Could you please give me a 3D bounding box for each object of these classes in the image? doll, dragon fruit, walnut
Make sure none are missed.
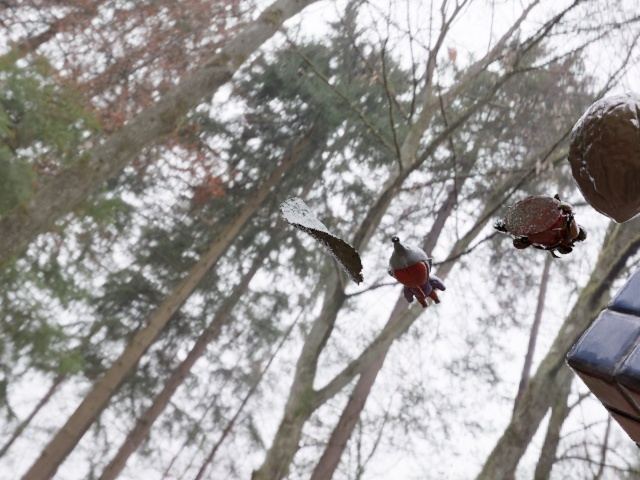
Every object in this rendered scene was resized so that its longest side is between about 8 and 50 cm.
[{"bbox_3d":[0.203,0.068,1.457,0.102,0.075,0.227,-23,-53,18],"label":"doll"},{"bbox_3d":[0.459,-0.024,1.355,0.175,0.138,0.142,33,-14,-11],"label":"dragon fruit"},{"bbox_3d":[0.513,-0.140,1.143,0.178,0.231,0.178,5,-14,1],"label":"walnut"}]

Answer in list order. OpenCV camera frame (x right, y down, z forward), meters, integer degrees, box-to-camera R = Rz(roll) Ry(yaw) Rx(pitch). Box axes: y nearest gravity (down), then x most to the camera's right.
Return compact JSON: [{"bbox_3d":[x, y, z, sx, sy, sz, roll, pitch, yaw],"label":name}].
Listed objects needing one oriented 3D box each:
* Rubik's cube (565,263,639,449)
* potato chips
[{"bbox_3d":[0.558,0.150,0.720,0.344,0.337,0.344,47,-10,-19],"label":"Rubik's cube"},{"bbox_3d":[0.004,-0.007,1.377,0.059,0.228,0.167,-47,-47,2],"label":"potato chips"}]
